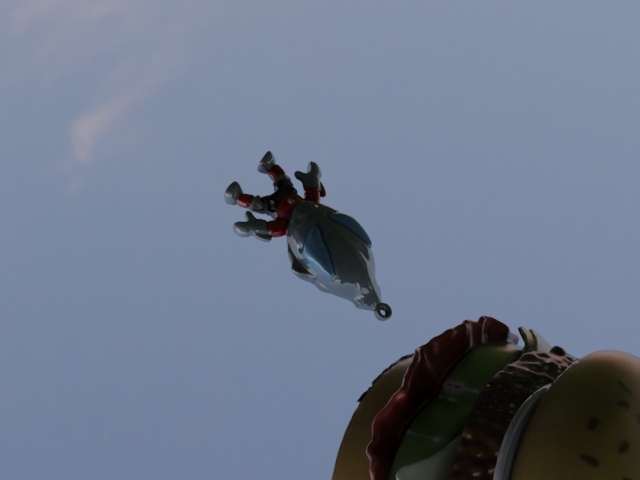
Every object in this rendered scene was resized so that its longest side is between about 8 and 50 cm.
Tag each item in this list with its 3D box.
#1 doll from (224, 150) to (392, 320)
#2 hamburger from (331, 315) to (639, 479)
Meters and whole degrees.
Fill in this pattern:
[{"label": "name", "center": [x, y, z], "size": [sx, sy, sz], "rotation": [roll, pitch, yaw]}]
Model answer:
[{"label": "doll", "center": [0.001, -0.001, 1.009], "size": [0.114, 0.039, 0.057], "rotation": [44, -145, 11]}, {"label": "hamburger", "center": [0.096, 0.119, 0.801], "size": [0.137, 0.175, 0.175], "rotation": [0, -140, 41]}]
